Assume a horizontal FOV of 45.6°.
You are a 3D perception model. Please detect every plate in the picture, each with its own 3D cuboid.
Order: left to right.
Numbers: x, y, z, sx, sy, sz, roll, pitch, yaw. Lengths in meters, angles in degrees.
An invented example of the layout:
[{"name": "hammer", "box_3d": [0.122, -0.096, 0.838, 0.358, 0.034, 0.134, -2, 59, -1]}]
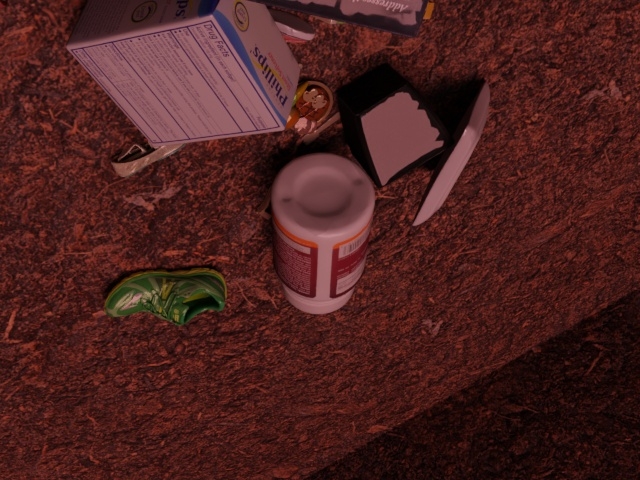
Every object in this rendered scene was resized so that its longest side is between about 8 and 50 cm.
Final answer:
[{"name": "plate", "box_3d": [0.303, -0.190, 1.703, 0.045, 0.277, 0.278, 27, 127, 2]}]

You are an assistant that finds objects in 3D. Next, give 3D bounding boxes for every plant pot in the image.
[{"name": "plant pot", "box_3d": [0.139, -0.255, 1.600, 0.187, 0.188, 0.167, -32, 127, 2]}]

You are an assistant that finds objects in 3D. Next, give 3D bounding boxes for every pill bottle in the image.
[{"name": "pill bottle", "box_3d": [0.000, 0.000, 1.745, 0.224, 0.224, 0.392, -15, 150, -11]}]

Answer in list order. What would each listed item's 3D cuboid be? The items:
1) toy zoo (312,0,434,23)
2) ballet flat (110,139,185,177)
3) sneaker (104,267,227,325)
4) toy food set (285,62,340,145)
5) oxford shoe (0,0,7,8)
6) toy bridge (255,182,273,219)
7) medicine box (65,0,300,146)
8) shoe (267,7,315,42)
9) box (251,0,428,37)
[{"name": "toy zoo", "box_3d": [0.050, -0.399, 1.229, 0.293, 0.192, 0.030, -19, 133, -43]}, {"name": "ballet flat", "box_3d": [-0.347, -0.182, 1.533, 0.168, 0.057, 0.052, -29, 130, 5]}, {"name": "sneaker", "box_3d": [-0.365, 0.139, 1.816, 0.295, 0.124, 0.109, -9, 138, -17]}, {"name": "toy food set", "box_3d": [-0.032, -0.275, 1.599, 0.132, 0.039, 0.192, -37, 139, 14]}, {"name": "oxford shoe", "box_3d": [-0.583, -0.458, 1.068, 0.130, 0.123, 0.348, -18, 139, 0]}, {"name": "toy bridge", "box_3d": [-0.081, -0.120, 1.753, 0.188, 0.026, 0.063, -39, 137, 16]}, {"name": "medicine box", "box_3d": [-0.222, -0.309, 1.293, 0.289, 0.149, 0.263, -4, 146, 24]}, {"name": "shoe", "box_3d": [-0.103, -0.387, 1.430, 0.177, 0.064, 0.081, 8, 132, -26]}, {"name": "box", "box_3d": [-0.040, -0.567, 0.941, 0.479, 0.297, 0.472, 8, 128, -17]}]
